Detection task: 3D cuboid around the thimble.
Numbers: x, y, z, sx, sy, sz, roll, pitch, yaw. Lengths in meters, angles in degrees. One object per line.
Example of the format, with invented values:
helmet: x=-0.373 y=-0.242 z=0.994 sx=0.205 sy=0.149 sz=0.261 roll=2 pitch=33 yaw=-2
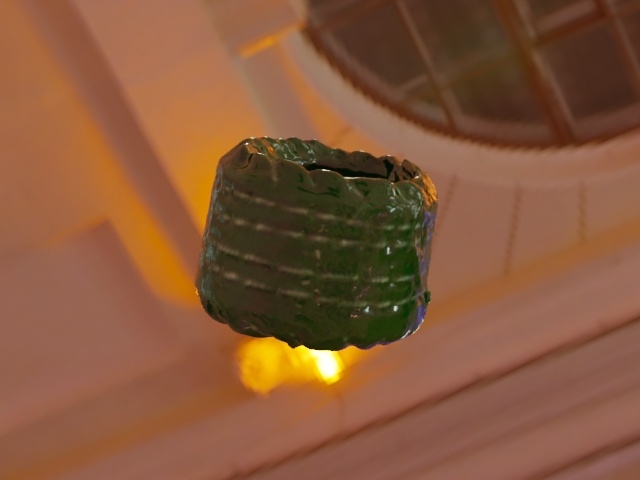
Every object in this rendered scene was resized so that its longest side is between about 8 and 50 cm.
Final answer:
thimble: x=0.000 y=0.000 z=0.971 sx=0.118 sy=0.090 sz=0.130 roll=9 pitch=-169 yaw=-5
